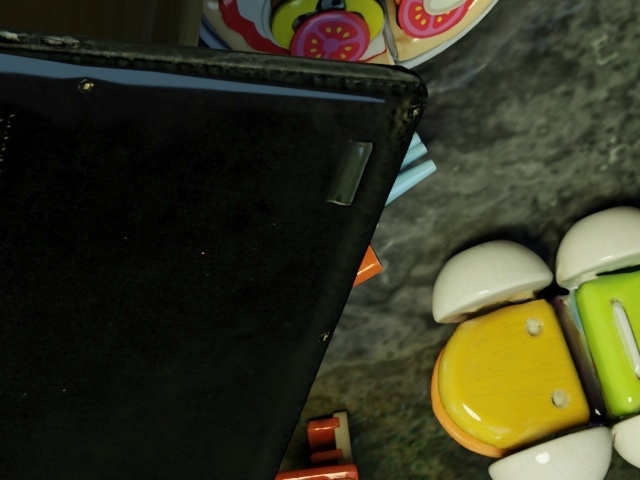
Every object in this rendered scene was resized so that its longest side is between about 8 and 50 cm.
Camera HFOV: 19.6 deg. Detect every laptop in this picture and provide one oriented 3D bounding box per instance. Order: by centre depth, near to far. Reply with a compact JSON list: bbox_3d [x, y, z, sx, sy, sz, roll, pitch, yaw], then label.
[{"bbox_3d":[-0.225,-0.002,0.808,0.407,0.236,0.382,3,131,-21],"label":"laptop"}]

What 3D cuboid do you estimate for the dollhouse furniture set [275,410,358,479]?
[{"bbox_3d":[-0.099,0.197,1.153,0.259,0.135,0.262,-8,132,0],"label":"dollhouse furniture set"}]

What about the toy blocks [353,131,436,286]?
[{"bbox_3d":[0.000,0.000,1.002,0.148,0.123,0.054,-30,116,5],"label":"toy blocks"}]

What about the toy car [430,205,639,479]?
[{"bbox_3d":[0.153,0.076,1.131,0.182,0.159,0.136,-16,167,-9],"label":"toy car"}]

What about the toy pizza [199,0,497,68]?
[{"bbox_3d":[0.022,-0.157,0.939,0.201,0.032,0.201,-11,131,-13],"label":"toy pizza"}]

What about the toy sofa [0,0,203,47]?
[{"bbox_3d":[-0.155,-0.058,0.896,0.150,0.177,0.363,-22,137,-36],"label":"toy sofa"}]
